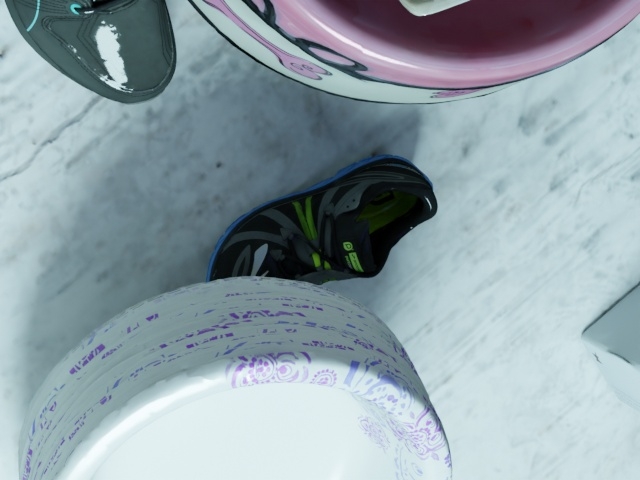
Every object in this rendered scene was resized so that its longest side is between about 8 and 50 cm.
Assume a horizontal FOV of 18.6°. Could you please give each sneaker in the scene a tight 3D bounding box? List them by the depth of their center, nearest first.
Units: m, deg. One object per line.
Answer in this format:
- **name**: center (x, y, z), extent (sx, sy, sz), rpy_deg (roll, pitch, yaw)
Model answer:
- **sneaker**: center (-0.156, -0.193, 1.217), extent (0.101, 0.106, 0.267), rpy_deg (-34, 121, -16)
- **sneaker**: center (0.000, 0.000, 1.383), extent (0.188, 0.078, 0.067), rpy_deg (-30, 120, -14)

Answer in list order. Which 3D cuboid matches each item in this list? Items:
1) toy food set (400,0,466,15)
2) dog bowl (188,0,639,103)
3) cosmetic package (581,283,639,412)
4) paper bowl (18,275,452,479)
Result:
- **toy food set**: center (0.103, -0.306, 1.100), extent (0.220, 0.092, 0.306), rpy_deg (-21, 106, -7)
- **dog bowl**: center (0.081, -0.277, 1.228), extent (0.408, 0.150, 0.407), rpy_deg (-2, 102, -12)
- **cosmetic package**: center (0.337, 0.050, 1.562), extent (0.231, 0.117, 0.085), rpy_deg (-40, 120, -10)
- **paper bowl**: center (-0.064, 0.146, 1.330), extent (0.284, 0.148, 0.284), rpy_deg (-10, 128, -13)
